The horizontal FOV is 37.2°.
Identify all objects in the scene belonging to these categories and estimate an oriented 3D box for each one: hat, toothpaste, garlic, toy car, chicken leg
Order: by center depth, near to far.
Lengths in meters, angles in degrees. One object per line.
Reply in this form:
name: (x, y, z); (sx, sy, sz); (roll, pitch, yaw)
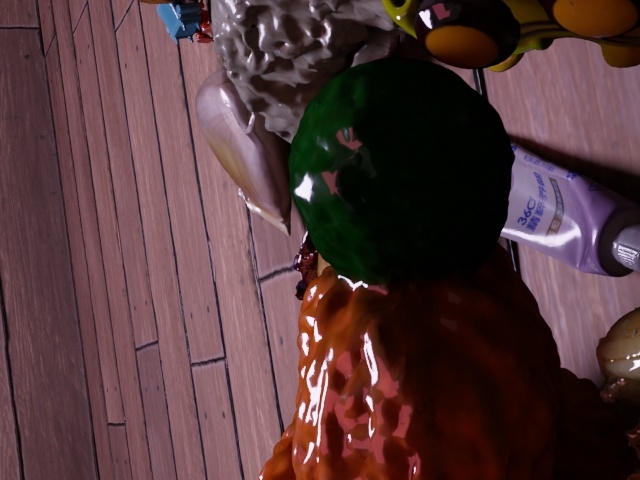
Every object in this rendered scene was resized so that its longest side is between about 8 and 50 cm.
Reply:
toy car: (0.156, -0.179, 0.543); (0.248, 0.142, 0.200); (-3, 65, 50)
hat: (0.085, 0.105, 0.574); (0.285, 0.285, 0.400); (-132, 33, -52)
toothpaste: (0.149, -0.036, 0.715); (0.301, 0.048, 0.075); (34, 108, 57)
chicken leg: (0.000, 0.003, 1.047); (0.093, 0.053, 0.205); (-92, 18, -57)
garlic: (-0.083, -0.132, 1.054); (0.148, 0.128, 0.266); (33, 171, 20)

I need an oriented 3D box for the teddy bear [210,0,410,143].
teddy bear: (0.007, -0.300, 0.840); (0.357, 0.224, 0.367); (137, 138, -62)

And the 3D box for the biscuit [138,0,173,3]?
biscuit: (-0.206, -0.492, 1.101); (0.342, 0.166, 0.395); (-61, -33, -83)

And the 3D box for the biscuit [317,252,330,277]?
biscuit: (0.070, 0.042, 0.886); (0.220, 0.066, 0.220); (24, 117, 58)

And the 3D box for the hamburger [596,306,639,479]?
hamburger: (0.218, 0.072, 0.466); (0.185, 0.159, 0.131); (89, 175, -81)

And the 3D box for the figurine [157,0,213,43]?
figurine: (-0.193, -0.350, 1.346); (0.068, 0.075, 0.140); (-35, 66, 63)
